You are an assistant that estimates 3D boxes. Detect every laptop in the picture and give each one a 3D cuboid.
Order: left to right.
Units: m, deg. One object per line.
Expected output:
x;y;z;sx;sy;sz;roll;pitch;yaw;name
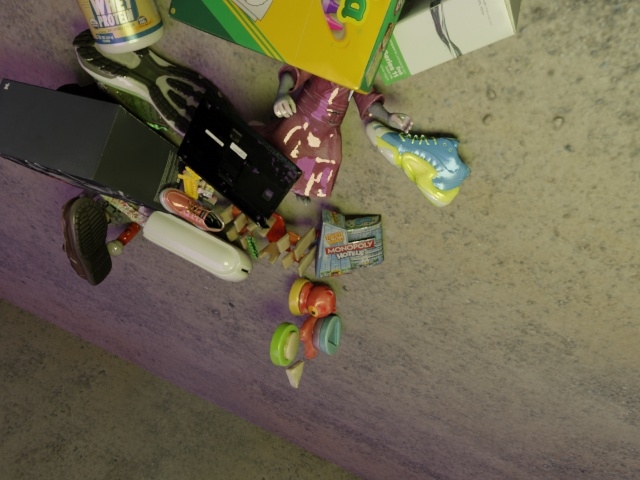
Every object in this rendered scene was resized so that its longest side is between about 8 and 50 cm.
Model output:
-0.166;-0.151;0.920;0.234;0.136;0.264;40;128;-2;laptop

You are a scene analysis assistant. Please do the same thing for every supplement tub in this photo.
-0.413;-0.495;0.864;0.144;0.144;0.199;8;136;21;supplement tub

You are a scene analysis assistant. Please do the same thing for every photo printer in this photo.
-0.350;0.027;1.321;0.307;0.107;0.256;28;173;1;photo printer

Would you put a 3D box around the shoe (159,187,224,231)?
-0.333;-0.080;1.148;0.081;0.063;0.178;9;158;40;shoe

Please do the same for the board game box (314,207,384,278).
0.067;0.001;1.121;0.194;0.060;0.194;-9;133;3;board game box

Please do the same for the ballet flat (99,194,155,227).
-0.606;-0.117;1.410;0.241;0.091;0.077;37;114;-16;ballet flat

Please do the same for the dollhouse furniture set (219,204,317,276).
-0.133;-0.062;1.171;0.262;0.135;0.259;24;147;25;dollhouse furniture set

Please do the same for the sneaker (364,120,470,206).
0.209;-0.188;0.906;0.240;0.091;0.126;44;105;0;sneaker

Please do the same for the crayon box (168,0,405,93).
-0.013;-0.435;0.601;0.313;0.106;0.363;25;109;11;crayon box

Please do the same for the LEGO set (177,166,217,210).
-0.284;-0.188;1.135;0.132;0.107;0.287;29;146;-22;LEGO set

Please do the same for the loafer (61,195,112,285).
-0.758;0.004;1.363;0.130;0.134;0.366;23;133;4;loafer

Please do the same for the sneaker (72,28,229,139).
-0.380;-0.328;1.047;0.410;0.158;0.182;37;153;-4;sneaker

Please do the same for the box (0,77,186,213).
-0.575;-0.223;1.099;0.343;0.179;0.312;15;172;15;box

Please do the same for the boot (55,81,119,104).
-0.579;-0.364;1.166;0.219;0.082;0.106;6;163;8;boot

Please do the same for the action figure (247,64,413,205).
0.011;-0.266;0.884;0.248;0.276;0.370;18;123;-23;action figure

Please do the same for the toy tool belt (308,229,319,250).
0.000;0.000;1.227;0.051;0.052;0.083;9;144;-20;toy tool belt

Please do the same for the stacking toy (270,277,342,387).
-0.019;0.305;1.372;0.130;0.279;0.309;5;139;26;stacking toy

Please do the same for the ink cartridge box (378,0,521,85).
0.194;-0.346;0.681;0.208;0.153;0.087;-10;127;37;ink cartridge box

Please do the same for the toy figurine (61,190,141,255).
-0.753;-0.064;1.487;0.213;0.148;0.209;16;138;14;toy figurine

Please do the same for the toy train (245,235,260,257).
-0.185;0.017;1.181;0.024;0.017;0.083;32;151;33;toy train
